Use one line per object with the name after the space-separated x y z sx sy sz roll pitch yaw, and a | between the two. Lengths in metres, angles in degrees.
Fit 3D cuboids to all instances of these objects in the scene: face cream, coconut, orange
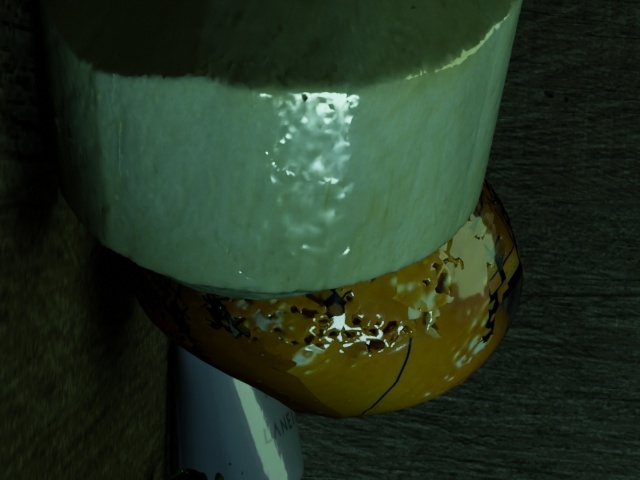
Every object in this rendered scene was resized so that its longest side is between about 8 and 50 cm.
-0.065 0.107 1.331 0.154 0.096 0.274 -29 117 -64 | face cream
-0.018 -0.091 0.747 0.202 0.202 0.222 -83 180 -49 | coconut
0.000 0.000 0.998 0.234 0.234 0.182 84 29 -77 | orange

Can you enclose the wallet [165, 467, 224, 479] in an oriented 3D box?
-0.101 0.285 1.192 0.160 0.055 0.236 -55 150 -73 | wallet
